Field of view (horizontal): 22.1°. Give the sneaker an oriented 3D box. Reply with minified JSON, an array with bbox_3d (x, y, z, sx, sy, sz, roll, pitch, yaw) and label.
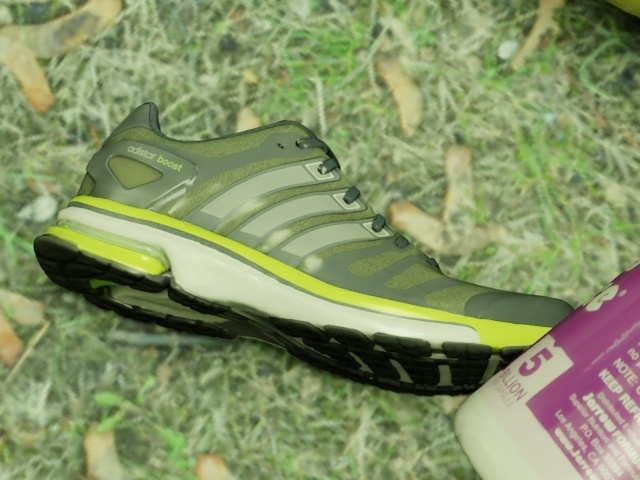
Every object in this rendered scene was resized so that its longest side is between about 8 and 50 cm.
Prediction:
[{"bbox_3d":[0.000,0.000,0.897,0.300,0.111,0.121,16,72,4],"label":"sneaker"}]

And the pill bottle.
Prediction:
[{"bbox_3d":[0.227,0.058,0.798,0.301,0.169,0.169,-39,77,3],"label":"pill bottle"}]

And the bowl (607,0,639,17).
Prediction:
[{"bbox_3d":[0.242,-0.179,0.890,0.289,0.289,0.156,-8,118,0],"label":"bowl"}]
